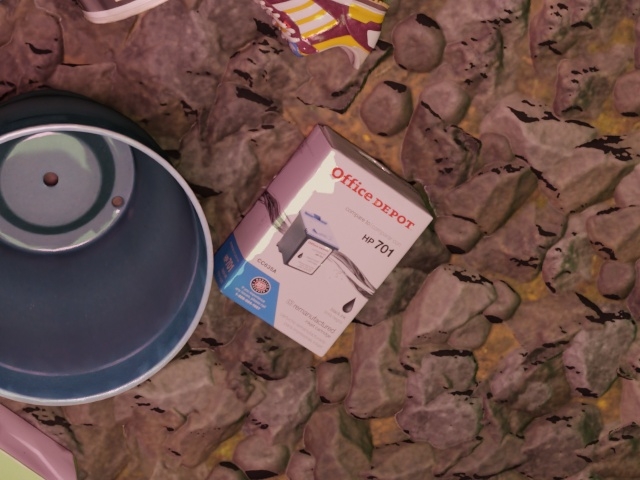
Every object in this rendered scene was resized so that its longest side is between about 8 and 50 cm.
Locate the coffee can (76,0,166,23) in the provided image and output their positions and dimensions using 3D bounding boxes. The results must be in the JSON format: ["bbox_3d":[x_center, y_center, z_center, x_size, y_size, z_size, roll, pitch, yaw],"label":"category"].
[{"bbox_3d":[-0.200,-0.363,1.745,0.201,0.201,0.275,-31,114,3],"label":"coffee can"}]

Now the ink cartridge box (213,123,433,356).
[{"bbox_3d":[0.000,0.000,1.997,0.139,0.082,0.190,33,104,-21],"label":"ink cartridge box"}]

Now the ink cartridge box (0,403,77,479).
[{"bbox_3d":[-0.440,0.320,2.022,0.207,0.119,0.353,38,100,-22],"label":"ink cartridge box"}]

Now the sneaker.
[{"bbox_3d":[-0.027,-0.224,1.907,0.185,0.069,0.084,17,102,-16],"label":"sneaker"}]

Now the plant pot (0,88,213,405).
[{"bbox_3d":[-0.253,-0.021,1.845,0.272,0.255,0.271,-4,113,-10],"label":"plant pot"}]
